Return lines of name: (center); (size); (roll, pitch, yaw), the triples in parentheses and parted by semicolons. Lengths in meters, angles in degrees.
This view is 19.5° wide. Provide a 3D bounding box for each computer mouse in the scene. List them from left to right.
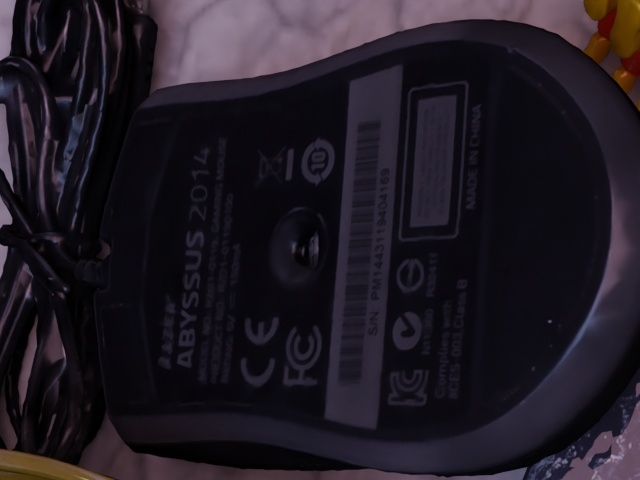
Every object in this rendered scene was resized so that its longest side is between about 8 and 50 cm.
computer mouse: (0.000, 0.000, 0.545); (0.272, 0.072, 0.188); (3, 82, 45)

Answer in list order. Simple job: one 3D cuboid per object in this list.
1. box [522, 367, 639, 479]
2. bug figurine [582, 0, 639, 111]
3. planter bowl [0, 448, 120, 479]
box: (0.129, 0.104, 0.542); (0.156, 0.093, 0.158); (22, 85, 10)
bug figurine: (0.098, -0.150, 0.525); (0.072, 0.279, 0.216); (-22, 63, -20)
planter bowl: (-0.070, 0.145, 0.542); (0.217, 0.090, 0.217); (5, 108, 16)
